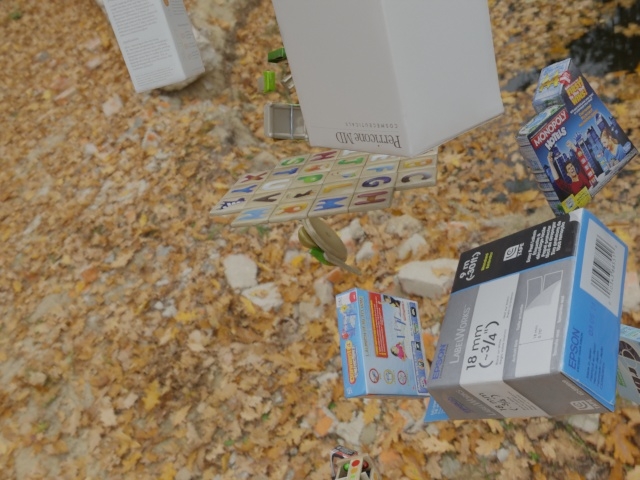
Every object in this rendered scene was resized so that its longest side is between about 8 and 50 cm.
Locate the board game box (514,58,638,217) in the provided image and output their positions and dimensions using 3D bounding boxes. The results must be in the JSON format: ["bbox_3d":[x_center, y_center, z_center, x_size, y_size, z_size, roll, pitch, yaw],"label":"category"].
[{"bbox_3d":[0.372,-0.162,0.903,0.194,0.194,0.060,-37,13,-23],"label":"board game box"}]

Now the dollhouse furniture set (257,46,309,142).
[{"bbox_3d":[-0.063,-0.235,0.973,0.076,0.151,0.058,-3,6,-27],"label":"dollhouse furniture set"}]

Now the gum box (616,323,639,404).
[{"bbox_3d":[0.610,0.243,1.115,0.041,0.157,0.184,-24,5,-7],"label":"gum box"}]

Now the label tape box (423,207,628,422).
[{"bbox_3d":[0.250,0.124,0.850,0.334,0.106,0.240,-28,33,53],"label":"label tape box"}]

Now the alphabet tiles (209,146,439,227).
[{"bbox_3d":[0.011,-0.096,0.922,0.343,0.011,0.285,-7,24,16],"label":"alphabet tiles"}]

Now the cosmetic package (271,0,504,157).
[{"bbox_3d":[0.052,-0.287,0.626,0.155,0.365,0.197,-27,24,-28],"label":"cosmetic package"}]

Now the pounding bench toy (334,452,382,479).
[{"bbox_3d":[0.039,0.354,0.859,0.083,0.052,0.065,-21,17,20],"label":"pounding bench toy"}]

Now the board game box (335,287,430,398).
[{"bbox_3d":[0.192,0.320,1.788,0.086,0.302,0.308,-24,61,40],"label":"board game box"}]

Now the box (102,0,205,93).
[{"bbox_3d":[-0.273,-0.346,0.979,0.091,0.170,0.130,-13,20,9],"label":"box"}]

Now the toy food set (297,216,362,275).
[{"bbox_3d":[0.000,0.000,1.175,0.038,0.132,0.192,-44,47,17],"label":"toy food set"}]

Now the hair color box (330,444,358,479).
[{"bbox_3d":[0.069,0.652,1.651,0.072,0.141,0.043,3,10,43],"label":"hair color box"}]
